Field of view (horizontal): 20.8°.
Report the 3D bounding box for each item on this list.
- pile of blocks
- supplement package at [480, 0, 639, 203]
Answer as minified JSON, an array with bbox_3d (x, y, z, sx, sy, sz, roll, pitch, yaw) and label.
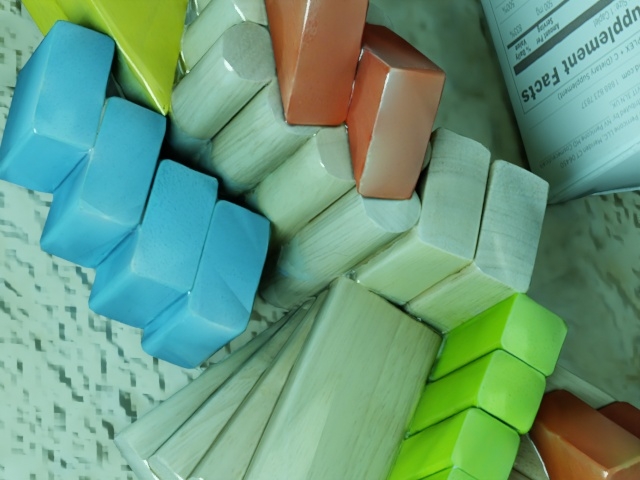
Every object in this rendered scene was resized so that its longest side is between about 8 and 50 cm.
[{"bbox_3d":[0.000,0.000,0.539,0.149,0.112,0.362,-38,90,-32],"label":"pile of blocks"},{"bbox_3d":[0.219,-0.124,0.642,0.262,0.204,0.145,-8,76,-29],"label":"supplement package"}]
